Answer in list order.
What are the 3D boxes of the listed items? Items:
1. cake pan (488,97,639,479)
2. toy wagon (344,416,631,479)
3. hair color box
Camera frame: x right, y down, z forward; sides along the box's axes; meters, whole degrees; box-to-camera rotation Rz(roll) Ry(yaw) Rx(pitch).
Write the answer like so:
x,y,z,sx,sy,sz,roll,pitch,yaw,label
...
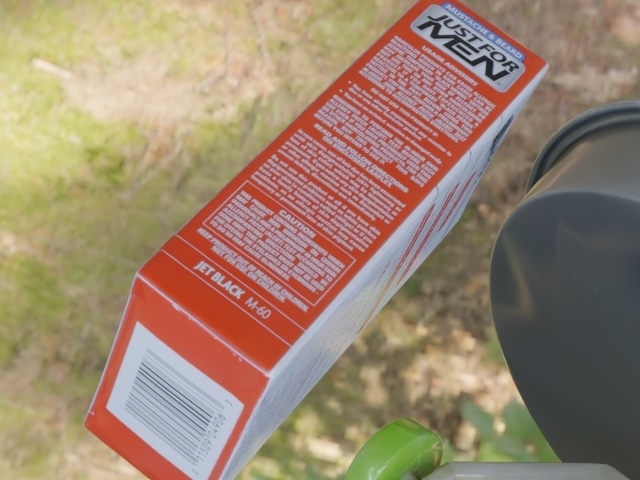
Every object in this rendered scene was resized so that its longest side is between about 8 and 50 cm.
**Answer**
x,y,z,sx,sy,sz,roll,pitch,yaw,label
0.191,0.071,0.809,0.293,0.054,0.293,40,150,28,cake pan
0.046,0.225,0.708,0.267,0.344,0.068,36,145,33,toy wagon
0.000,0.000,0.540,0.053,0.167,0.093,37,142,9,hair color box
